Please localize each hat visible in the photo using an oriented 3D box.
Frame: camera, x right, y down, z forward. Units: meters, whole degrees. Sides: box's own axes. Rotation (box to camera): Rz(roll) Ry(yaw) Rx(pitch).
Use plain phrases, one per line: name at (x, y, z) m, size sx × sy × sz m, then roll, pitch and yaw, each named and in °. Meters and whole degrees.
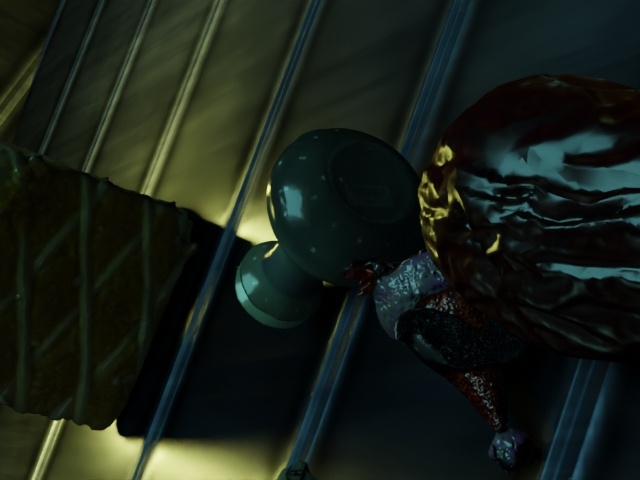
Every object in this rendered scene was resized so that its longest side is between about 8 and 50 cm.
hat at (0.125, 0.102, 0.963) m, size 0.129 × 0.140 × 0.227 m, roll -54°, pitch 43°, yaw 40°

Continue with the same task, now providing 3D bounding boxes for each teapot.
teapot at (0.000, 0.000, 1.195) m, size 0.251 × 0.183 × 0.183 m, roll 130°, pitch 149°, yaw -50°

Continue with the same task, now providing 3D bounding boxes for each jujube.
jujube at (0.230, -0.016, 0.805) m, size 0.342 × 0.216 × 0.216 m, roll 18°, pitch 85°, yaw 55°

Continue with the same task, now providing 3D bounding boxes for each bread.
bread at (-0.434, 0.055, 1.643) m, size 0.279 × 0.371 × 0.390 m, roll 33°, pitch 102°, yaw 56°

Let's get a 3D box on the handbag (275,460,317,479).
handbag at (-0.046, 0.338, 0.950) m, size 0.315 × 0.109 × 0.241 m, roll -58°, pitch -30°, yaw -63°
